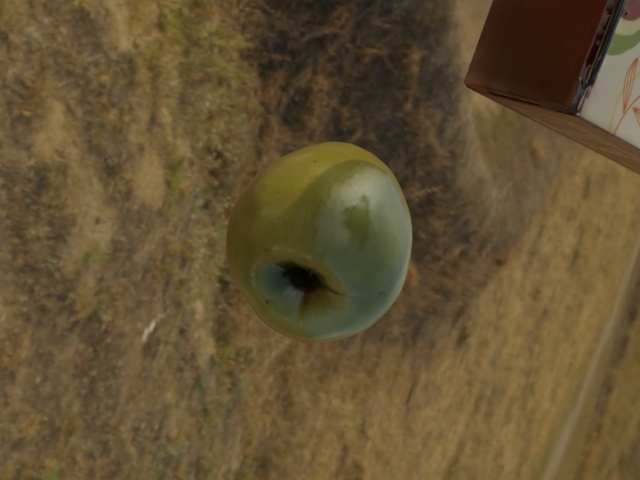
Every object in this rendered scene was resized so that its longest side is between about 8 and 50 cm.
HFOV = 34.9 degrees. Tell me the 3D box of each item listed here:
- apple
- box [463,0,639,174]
[{"bbox_3d":[0.000,0.000,1.354,0.262,0.262,0.262,-48,147,-47],"label":"apple"},{"bbox_3d":[0.336,-0.234,0.909,0.385,0.122,0.344,16,96,-45],"label":"box"}]
